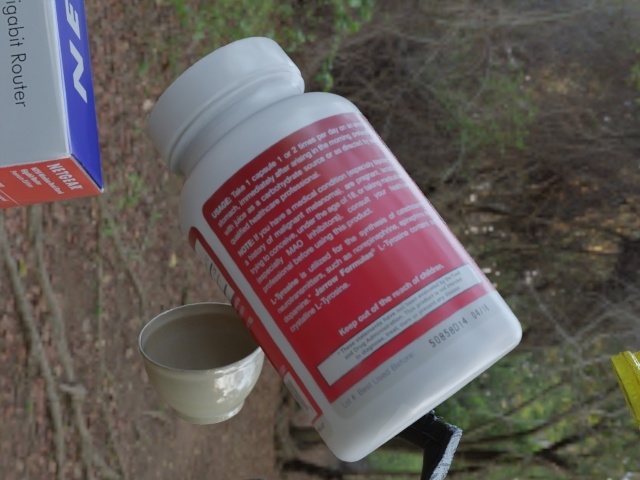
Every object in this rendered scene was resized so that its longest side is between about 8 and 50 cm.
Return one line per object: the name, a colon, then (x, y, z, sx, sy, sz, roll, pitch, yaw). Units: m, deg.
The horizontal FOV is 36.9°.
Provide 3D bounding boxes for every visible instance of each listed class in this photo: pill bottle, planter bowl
pill bottle: (0.000, 0.000, 0.992, 0.408, 0.229, 0.229, 54, -5, 12)
planter bowl: (-0.148, 0.167, 1.240, 0.162, 0.162, 0.109, -84, 173, -63)

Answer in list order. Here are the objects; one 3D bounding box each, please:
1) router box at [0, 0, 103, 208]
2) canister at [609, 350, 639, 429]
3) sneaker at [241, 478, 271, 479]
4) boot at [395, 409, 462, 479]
router box: (-0.293, -0.171, 0.535, 0.082, 0.301, 0.336, 92, -10, -79)
canister: (0.406, 0.139, 1.014, 0.126, 0.169, 0.073, -54, 122, -77)
sneaker: (-0.113, 0.265, 0.669, 0.121, 0.300, 0.111, -14, -77, 57)
boot: (0.156, 0.315, 1.483, 0.045, 0.099, 0.121, 16, 98, -52)
